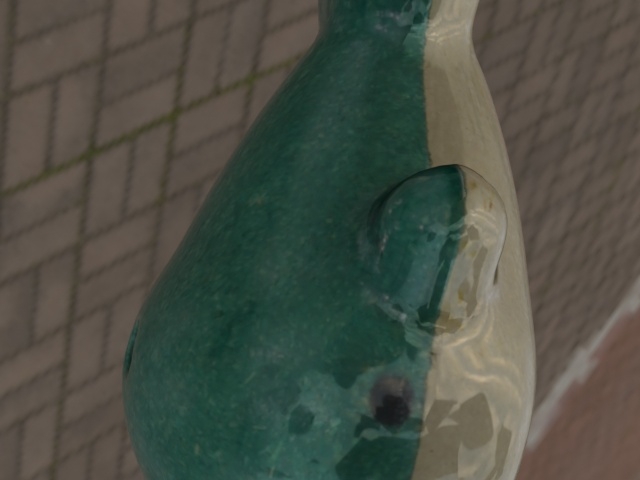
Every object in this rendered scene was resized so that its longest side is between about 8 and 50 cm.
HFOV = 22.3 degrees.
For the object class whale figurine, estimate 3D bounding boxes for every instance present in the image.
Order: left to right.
[{"bbox_3d":[0.000,0.000,0.630,0.216,0.141,0.272,157,-62,-75],"label":"whale figurine"}]
